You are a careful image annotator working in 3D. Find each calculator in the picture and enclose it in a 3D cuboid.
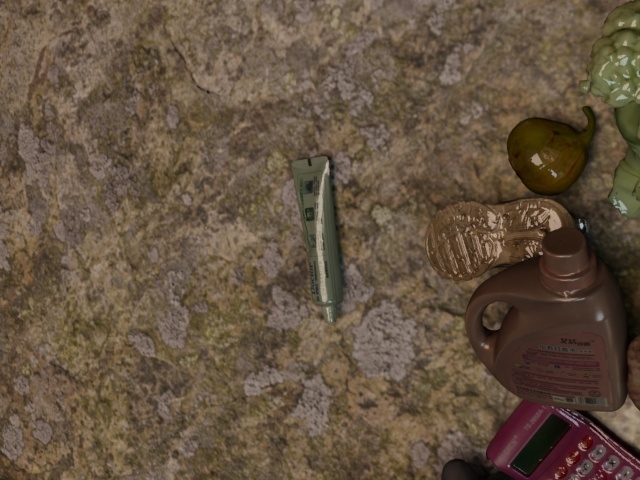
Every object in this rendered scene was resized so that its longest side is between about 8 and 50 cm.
[{"bbox_3d":[0.296,0.263,1.010,0.190,0.034,0.126,38,118,15],"label":"calculator"}]

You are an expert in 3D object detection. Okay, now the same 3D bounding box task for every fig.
[{"bbox_3d":[0.252,-0.094,0.937,0.098,0.082,0.084,-23,52,20],"label":"fig"}]

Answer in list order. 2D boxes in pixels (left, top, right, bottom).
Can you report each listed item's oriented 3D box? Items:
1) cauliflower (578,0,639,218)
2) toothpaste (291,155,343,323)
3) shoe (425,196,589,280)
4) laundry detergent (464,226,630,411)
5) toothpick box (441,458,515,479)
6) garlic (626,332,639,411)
[{"bbox_3d":[0.363,-0.121,0.761,0.260,0.327,0.281,-68,19,9],"label":"cauliflower"},{"bbox_3d":[0.000,0.000,1.147,0.064,0.041,0.218,-5,94,40],"label":"toothpaste"},{"bbox_3d":[0.207,-0.008,0.976,0.180,0.092,0.089,-9,91,38],"label":"shoe"},{"bbox_3d":[0.228,0.081,0.915,0.171,0.076,0.237,3,138,30],"label":"laundry detergent"},{"bbox_3d":[0.195,0.417,1.016,0.229,0.229,0.316,-38,77,34],"label":"toothpick box"},{"bbox_3d":[0.377,0.138,0.878,0.159,0.102,0.147,36,88,-3],"label":"garlic"}]
